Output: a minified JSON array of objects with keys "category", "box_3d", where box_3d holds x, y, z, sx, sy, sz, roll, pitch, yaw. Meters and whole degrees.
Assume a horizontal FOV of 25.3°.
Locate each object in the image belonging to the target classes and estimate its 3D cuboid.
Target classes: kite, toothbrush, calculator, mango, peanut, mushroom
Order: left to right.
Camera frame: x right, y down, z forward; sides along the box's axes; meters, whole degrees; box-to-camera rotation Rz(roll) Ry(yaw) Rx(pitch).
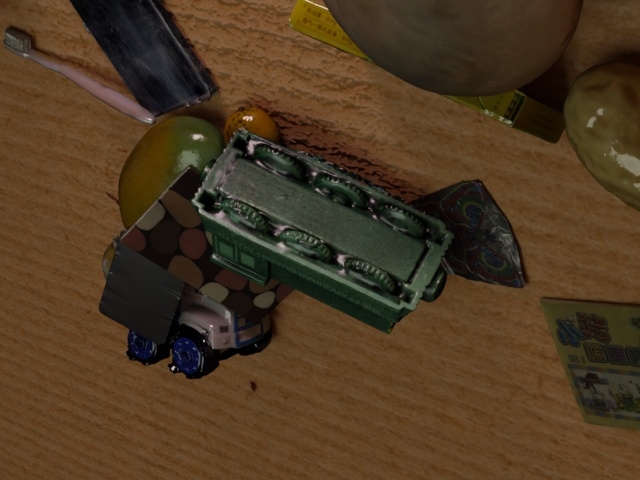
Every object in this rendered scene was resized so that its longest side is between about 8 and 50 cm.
[{"category":"toothbrush","box_3d":[-0.338,-0.229,1.980,0.307,0.025,0.029,30,135,29]},{"category":"calculator","box_3d":[-0.249,-0.281,1.863,0.161,0.021,0.261,-12,116,50]},{"category":"mango","box_3d":[-0.198,-0.076,1.934,0.156,0.114,0.251,49,147,17]},{"category":"mango","box_3d":[-0.086,-0.124,1.829,0.079,0.057,0.114,22,147,22]},{"category":"kite","box_3d":[0.125,-0.004,1.773,0.285,0.015,0.152,-3,120,43]},{"category":"mushroom","box_3d":[0.123,-0.313,1.289,0.362,0.295,0.362,56,171,13]},{"category":"peanut","box_3d":[0.373,-0.069,1.366,0.319,0.147,0.147,38,144,19]}]

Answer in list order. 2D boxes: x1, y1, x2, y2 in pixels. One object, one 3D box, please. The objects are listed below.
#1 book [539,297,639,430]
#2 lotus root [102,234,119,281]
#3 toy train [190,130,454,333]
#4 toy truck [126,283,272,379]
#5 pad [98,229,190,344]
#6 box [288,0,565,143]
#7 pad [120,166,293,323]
[{"category":"book","box_3d":[0.357,0.151,1.695,0.168,0.013,0.192,2,126,44]},{"category":"lotus root","box_3d":[-0.282,0.059,2.177,0.088,0.088,0.165,12,140,38]},{"category":"toy train","box_3d":[0.000,0.000,1.761,0.330,0.138,0.178,26,155,9]},{"category":"toy truck","box_3d":[-0.181,0.090,2.077,0.213,0.161,0.177,12,110,36]},{"category":"pad","box_3d":[-0.247,0.068,1.989,0.112,0.003,0.157,29,125,9]},{"category":"box","box_3d":[0.114,-0.178,1.505,0.279,0.153,0.041,27,97,25]},{"category":"pad","box_3d":[-0.130,0.012,1.916,0.235,0.003,0.158,34,120,-23]}]
